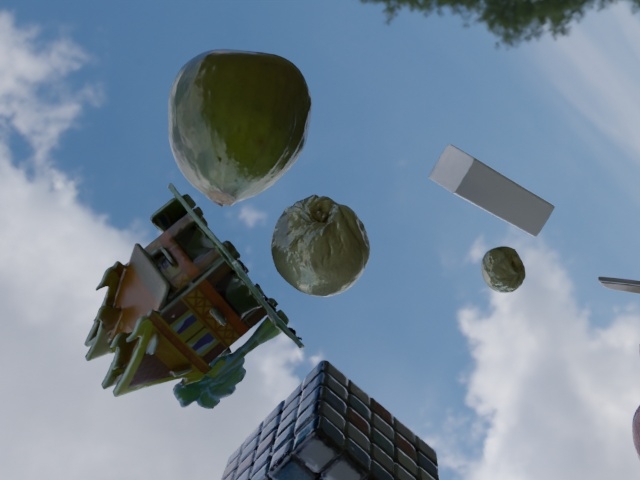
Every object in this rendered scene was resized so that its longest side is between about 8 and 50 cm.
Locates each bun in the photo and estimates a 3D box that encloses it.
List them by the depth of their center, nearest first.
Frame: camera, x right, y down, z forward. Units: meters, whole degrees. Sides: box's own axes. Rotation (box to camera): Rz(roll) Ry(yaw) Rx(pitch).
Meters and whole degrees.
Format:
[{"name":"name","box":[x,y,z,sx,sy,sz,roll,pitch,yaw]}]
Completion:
[{"name":"bun","box":[0.000,0.000,1.519,0.111,0.164,0.188,83,-166,-47]},{"name":"bun","box":[0.324,0.051,1.607,0.086,0.055,0.086,4,-100,-25]}]

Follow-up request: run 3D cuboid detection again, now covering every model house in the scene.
[{"name":"model house","box":[-0.245,0.140,1.598,0.242,0.313,0.357,49,175,39]}]

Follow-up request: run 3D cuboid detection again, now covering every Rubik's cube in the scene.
[{"name":"Rubik's cube","box":[0.012,0.433,1.566,0.293,0.292,0.287,39,-165,-7]}]

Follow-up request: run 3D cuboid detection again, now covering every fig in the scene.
[{"name":"fig","box":[-0.185,-0.252,2.038,0.343,0.343,0.343,25,-129,-36]}]

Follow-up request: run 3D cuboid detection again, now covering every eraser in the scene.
[{"name":"eraser","box":[0.335,-0.093,1.776,0.298,0.076,0.078,22,-168,-44]}]

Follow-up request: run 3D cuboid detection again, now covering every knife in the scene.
[{"name":"knife","box":[0.622,0.090,1.676,0.256,0.046,0.022,10,-112,-7]}]

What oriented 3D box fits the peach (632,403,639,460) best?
[{"name":"peach","box":[0.723,0.393,1.907,0.158,0.154,0.267,-83,-26,-53]}]
